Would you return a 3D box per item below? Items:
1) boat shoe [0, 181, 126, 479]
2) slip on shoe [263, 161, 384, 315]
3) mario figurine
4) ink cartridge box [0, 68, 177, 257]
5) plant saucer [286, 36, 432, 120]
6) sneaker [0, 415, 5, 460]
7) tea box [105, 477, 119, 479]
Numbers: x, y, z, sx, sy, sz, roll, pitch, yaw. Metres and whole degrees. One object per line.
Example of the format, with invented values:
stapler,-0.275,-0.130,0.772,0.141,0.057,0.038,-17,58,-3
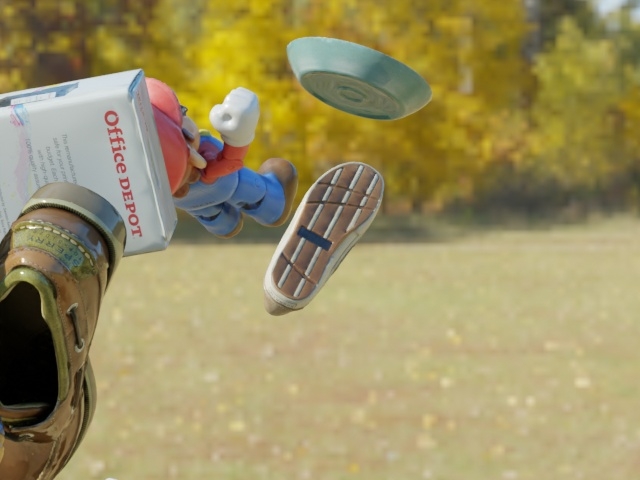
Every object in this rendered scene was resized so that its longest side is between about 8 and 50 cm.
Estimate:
boat shoe,-0.226,0.096,1.459,0.110,0.307,0.104,20,42,5
slip on shoe,0.000,0.000,1.417,0.051,0.135,0.041,30,-31,0
mario figurine,-0.147,-0.111,2.232,0.170,0.198,0.320,48,9,27
ink cartridge box,-0.205,-0.047,1.482,0.175,0.127,0.072,-9,17,7
plant saucer,0.027,-0.121,1.533,0.119,0.021,0.119,18,-16,5
sneaker,-0.327,0.049,1.360,0.131,0.296,0.112,-20,-4,36
tea box,-0.004,0.354,1.258,0.329,0.220,0.323,9,-35,38
